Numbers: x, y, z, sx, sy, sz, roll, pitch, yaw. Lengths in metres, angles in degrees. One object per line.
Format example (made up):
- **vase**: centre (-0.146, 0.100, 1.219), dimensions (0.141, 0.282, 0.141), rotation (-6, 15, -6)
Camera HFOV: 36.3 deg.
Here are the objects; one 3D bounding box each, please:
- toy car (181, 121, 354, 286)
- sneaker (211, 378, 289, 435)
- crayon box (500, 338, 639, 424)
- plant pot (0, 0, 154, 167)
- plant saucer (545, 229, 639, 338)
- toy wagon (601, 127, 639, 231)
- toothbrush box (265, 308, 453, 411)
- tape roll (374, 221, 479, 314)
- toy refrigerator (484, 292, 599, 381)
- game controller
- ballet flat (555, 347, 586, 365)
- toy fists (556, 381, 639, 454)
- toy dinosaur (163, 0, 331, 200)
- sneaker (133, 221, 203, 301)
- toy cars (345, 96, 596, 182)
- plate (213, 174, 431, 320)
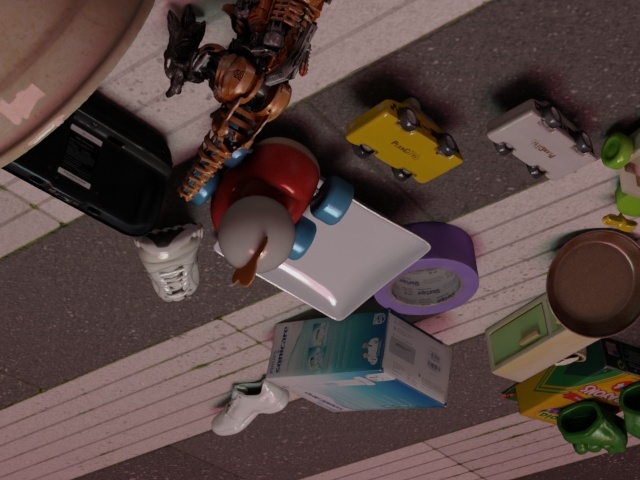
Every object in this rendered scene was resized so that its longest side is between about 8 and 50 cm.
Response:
- **toy car**: centre (-0.099, -0.018, 1.444), dimensions (0.219, 0.238, 0.210), rotation (31, 135, -16)
- **sneaker**: centre (-0.176, 0.362, 2.181), dimensions (0.212, 0.080, 0.094), rotation (-31, 125, 24)
- **crayon box**: centre (0.585, 0.336, 2.185), dimensions (0.202, 0.081, 0.318), rotation (18, 141, -28)
- **plant pot**: centre (-0.400, -0.288, 1.044), dimensions (0.333, 0.334, 0.305), rotation (-25, 128, 28)
- **plant saucer**: centre (0.498, 0.077, 1.760), dimensions (0.198, 0.199, 0.036), rotation (1, -172, -6)
- **toy wagon**: centre (0.570, -0.121, 1.524), dimensions (0.267, 0.068, 0.344), rotation (15, 148, -22)
- **toothbrush box**: centre (0.075, 0.242, 1.909), dimensions (0.295, 0.126, 0.216), rotation (-13, 147, 41)
- **tape roll**: centre (0.185, 0.053, 1.748), dimensions (0.189, 0.080, 0.189), rotation (-1, 145, -1)
- **toy refrigerator**: centre (0.448, 0.173, 1.921), dimensions (0.094, 0.102, 0.269), rotation (21, 139, -30)
- **game controller**: centre (-0.339, -0.131, 1.365), dimensions (0.067, 0.167, 0.319), rotation (-4, 153, 44)
- **ballet flat**: centre (0.478, 0.239, 2.060), dimensions (0.168, 0.052, 0.057), rotation (-6, 145, 5)
- **toy fists**: centre (0.660, 0.394, 2.121), dimensions (0.279, 0.096, 0.142), rotation (-27, 140, 28)
- **toy dinosaur**: centre (-0.100, -0.211, 1.213), dimensions (0.322, 0.218, 0.164), rotation (-46, 123, -11)
- **sneaker**: centre (-0.232, 0.036, 1.554), dimensions (0.110, 0.118, 0.292), rotation (-8, 176, -5)
- **toy cars**: centre (0.223, -0.163, 1.442), dimensions (0.393, 0.087, 0.176), rotation (-1, 150, -8)
- **plate**: centre (0.000, 0.000, 1.644), dimensions (0.278, 0.045, 0.277), rotation (30, 136, -18)
